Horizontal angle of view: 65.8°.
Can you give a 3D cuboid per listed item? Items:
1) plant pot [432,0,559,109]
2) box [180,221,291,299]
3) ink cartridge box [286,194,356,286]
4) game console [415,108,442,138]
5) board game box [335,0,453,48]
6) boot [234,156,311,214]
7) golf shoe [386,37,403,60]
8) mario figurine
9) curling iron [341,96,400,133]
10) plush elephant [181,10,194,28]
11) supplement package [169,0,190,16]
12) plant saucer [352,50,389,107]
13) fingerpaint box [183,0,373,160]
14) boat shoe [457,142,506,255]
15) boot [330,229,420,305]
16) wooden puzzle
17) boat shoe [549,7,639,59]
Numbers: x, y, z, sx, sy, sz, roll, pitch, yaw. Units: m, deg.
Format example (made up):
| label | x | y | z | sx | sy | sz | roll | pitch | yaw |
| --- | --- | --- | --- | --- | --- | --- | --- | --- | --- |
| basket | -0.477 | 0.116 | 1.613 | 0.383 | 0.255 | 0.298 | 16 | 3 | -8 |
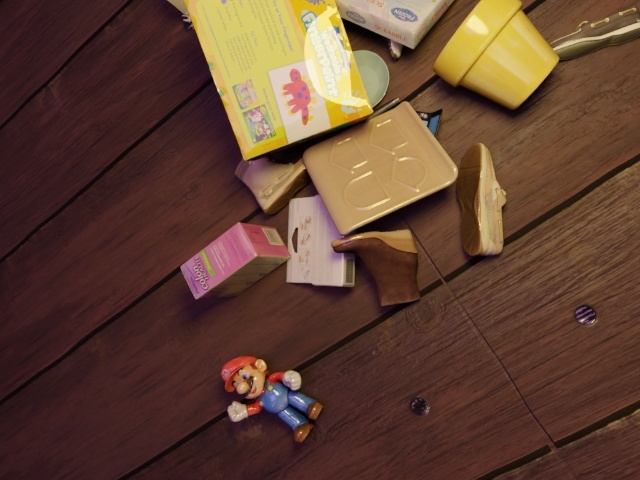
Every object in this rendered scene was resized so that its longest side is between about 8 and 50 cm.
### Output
| label | x | y | z | sx | sy | sz | roll | pitch | yaw |
| --- | --- | --- | --- | --- | --- | --- | --- | --- | --- |
| plant pot | 0.462 | -0.474 | 1.274 | 0.239 | 0.254 | 0.254 | 39 | 100 | 3 |
| box | -0.252 | 0.064 | 1.500 | 0.243 | 0.214 | 0.117 | -36 | 74 | 19 |
| ink cartridge box | 0.000 | 0.000 | 1.500 | 0.239 | 0.060 | 0.274 | -2 | 85 | 46 |
| game console | 0.286 | -0.314 | 1.406 | 0.107 | 0.071 | 0.122 | 14 | 91 | 21 |
| board game box | 0.221 | -0.729 | 1.409 | 0.319 | 0.066 | 0.318 | 34 | 76 | 21 |
| boot | -0.132 | -0.236 | 1.552 | 0.262 | 0.095 | 0.203 | -45 | 70 | 13 |
| golf shoe | 0.248 | -0.628 | 1.444 | 0.094 | 0.077 | 0.198 | 7 | 89 | 21 |
| mario figurine | -0.163 | 0.465 | 1.459 | 0.321 | 0.170 | 0.198 | 29 | 62 | 13 |
| curling iron | 0.123 | -0.341 | 1.486 | 0.274 | 0.035 | 0.068 | -33 | 38 | 12 |
| plush elephant | -0.228 | -0.635 | 1.551 | 0.330 | 0.255 | 0.272 | -28 | 29 | -15 |
| supplement package | -0.369 | -0.902 | 1.647 | 0.293 | 0.175 | 0.177 | -23 | 77 | 18 |
| plant saucer | 0.116 | -0.476 | 1.502 | 0.195 | 0.037 | 0.194 | -2 | 85 | 20 |
| fingerpaint box | -0.104 | -0.488 | 1.350 | 0.372 | 0.163 | 0.444 | -20 | 97 | 5 |
| boat shoe | 0.439 | -0.109 | 1.326 | 0.098 | 0.109 | 0.301 | 1 | 84 | -19 |
| boot | 0.158 | 0.079 | 1.370 | 0.249 | 0.090 | 0.206 | -5 | 87 | -13 |
| wooden puzzle | 0.157 | -0.197 | 1.379 | 0.348 | 0.080 | 0.322 | -27 | 57 | 4 |
| boat shoe | 0.698 | -0.528 | 1.266 | 0.228 | 0.081 | 0.068 | -12 | 79 | 12 |
